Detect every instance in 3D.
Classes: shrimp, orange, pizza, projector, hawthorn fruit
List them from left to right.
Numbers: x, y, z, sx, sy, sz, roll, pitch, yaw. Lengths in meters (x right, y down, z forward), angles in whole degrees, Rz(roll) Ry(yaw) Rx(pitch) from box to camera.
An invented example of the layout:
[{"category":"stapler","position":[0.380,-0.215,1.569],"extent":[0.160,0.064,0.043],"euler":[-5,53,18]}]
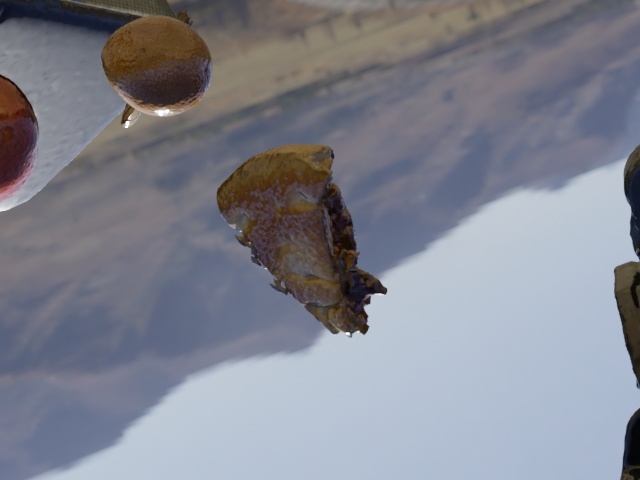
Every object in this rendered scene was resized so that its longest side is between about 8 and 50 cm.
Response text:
[{"category":"hawthorn fruit","position":[-0.419,-0.071,1.916],"extent":[0.165,0.165,0.285],"euler":[-20,-160,43]},{"category":"projector","position":[-0.437,-0.234,2.241],"extent":[0.395,0.242,0.405],"euler":[-42,159,23]},{"category":"orange","position":[-0.123,-0.131,1.346],"extent":[0.085,0.085,0.085],"euler":[-21,-179,0]},{"category":"shrimp","position":[-0.131,-0.142,1.475],"extent":[0.114,0.023,0.083],"euler":[-61,-169,-10]},{"category":"pizza","position":[0.000,0.000,1.663],"extent":[0.154,0.194,0.069],"euler":[-19,-166,44]}]

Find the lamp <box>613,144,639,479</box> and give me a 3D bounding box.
[{"category":"lamp","position":[0.395,0.095,1.575],"extent":[0.272,0.374,0.205],"euler":[0,-162,11]}]
